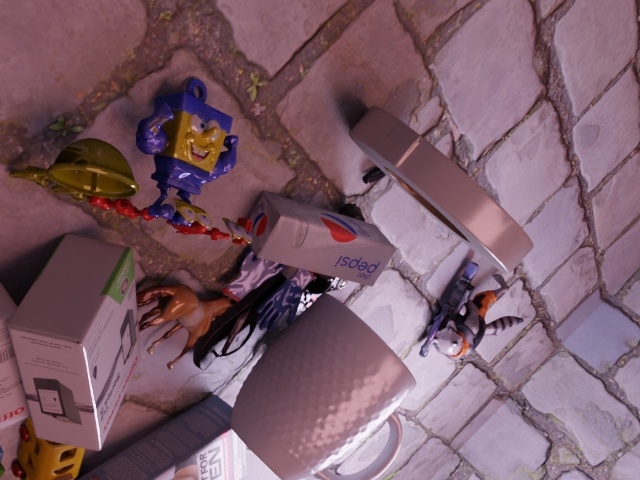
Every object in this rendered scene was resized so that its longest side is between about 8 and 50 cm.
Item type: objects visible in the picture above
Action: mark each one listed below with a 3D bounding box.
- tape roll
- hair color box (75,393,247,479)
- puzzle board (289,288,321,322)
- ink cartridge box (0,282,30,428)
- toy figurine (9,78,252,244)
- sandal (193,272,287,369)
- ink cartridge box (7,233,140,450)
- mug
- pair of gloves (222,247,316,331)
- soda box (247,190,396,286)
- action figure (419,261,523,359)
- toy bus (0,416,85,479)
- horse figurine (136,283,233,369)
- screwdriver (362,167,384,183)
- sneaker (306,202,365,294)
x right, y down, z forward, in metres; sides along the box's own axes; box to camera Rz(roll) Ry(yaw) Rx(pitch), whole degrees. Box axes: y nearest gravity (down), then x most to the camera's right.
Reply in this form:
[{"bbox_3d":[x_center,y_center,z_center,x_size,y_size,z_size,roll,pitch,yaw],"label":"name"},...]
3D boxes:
[{"bbox_3d":[0.215,-0.090,1.501,0.072,0.392,0.392,-48,148,4],"label":"tape roll"},{"bbox_3d":[-0.326,0.500,1.725,0.374,0.114,0.185,-28,132,-38],"label":"hair color box"},{"bbox_3d":[-0.026,0.147,1.845,0.096,0.011,0.128,-31,145,-23],"label":"puzzle board"},{"bbox_3d":[-0.528,0.187,1.214,0.172,0.100,0.237,-23,141,-32],"label":"ink cartridge box"},{"bbox_3d":[-0.235,-0.142,1.205,0.362,0.191,0.217,22,78,-49],"label":"toy figurine"},{"bbox_3d":[-0.158,0.165,1.655,0.254,0.054,0.097,-46,158,0],"label":"sandal"},{"bbox_3d":[-0.366,0.160,1.274,0.198,0.115,0.273,-74,174,-46],"label":"ink cartridge box"},{"bbox_3d":[0.017,0.352,1.718,0.328,0.276,0.374,-44,108,-10],"label":"mug"},{"bbox_3d":[-0.095,0.085,1.620,0.159,0.023,0.198,-48,129,-10],"label":"pair of gloves"},{"bbox_3d":[0.000,0.000,1.561,0.286,0.091,0.098,16,114,-37],"label":"soda box"},{"bbox_3d":[0.431,0.211,2.306,0.330,0.178,0.341,-27,147,-44],"label":"action figure"},{"bbox_3d":[-0.485,0.398,1.501,0.191,0.104,0.202,-42,148,-6],"label":"toy bus"},{"bbox_3d":[-0.264,0.139,1.504,0.174,0.066,0.263,-43,149,-2],"label":"horse figurine"},{"bbox_3d":[0.147,-0.155,1.707,0.170,0.025,0.024,-33,146,-37],"label":"screwdriver"},{"bbox_3d":[0.025,0.028,1.706,0.106,0.078,0.234,-21,143,-38],"label":"sneaker"}]
